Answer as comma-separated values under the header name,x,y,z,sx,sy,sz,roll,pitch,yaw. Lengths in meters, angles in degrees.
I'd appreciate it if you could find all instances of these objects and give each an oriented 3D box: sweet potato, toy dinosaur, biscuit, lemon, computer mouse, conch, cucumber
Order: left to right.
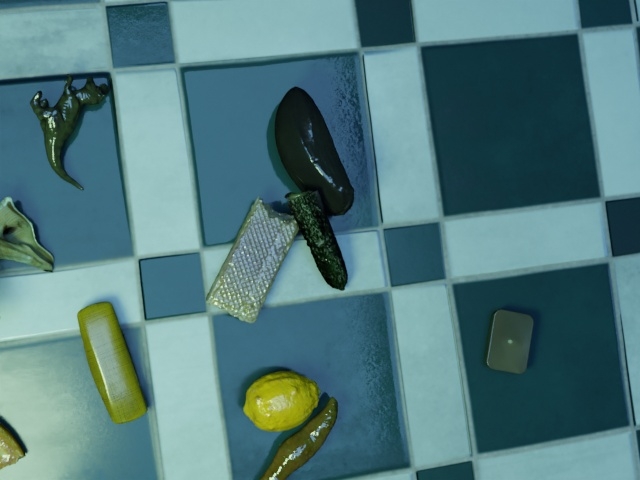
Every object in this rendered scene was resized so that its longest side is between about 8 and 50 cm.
name,x,y,z,sx,sy,sz,roll,pitch,yaw
conch,-0.613,-0.020,1.635,0.234,0.114,0.137,4,98,-46
toy dinosaur,-0.456,-0.217,1.677,0.187,0.087,0.179,-44,94,-8
biscuit,-0.127,0.038,1.743,0.108,0.062,0.238,27,84,-11
lemon,-0.074,0.309,1.715,0.155,0.114,0.114,-15,90,-16
sweet potato,-0.053,0.421,1.741,0.067,0.067,0.274,41,86,-7
computer mouse,-0.028,-0.164,1.731,0.086,0.137,0.269,-24,92,-21
cucumber,0.000,-0.002,1.738,0.067,0.067,0.245,-30,124,-11

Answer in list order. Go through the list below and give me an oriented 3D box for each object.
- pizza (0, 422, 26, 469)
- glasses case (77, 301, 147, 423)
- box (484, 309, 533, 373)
name,x,y,z,sx,sy,sz,roll,pitch,yaw
pizza,-0.672,0.394,1.622,0.201,0.053,0.193,43,79,-18
glasses case,-0.397,0.232,1.678,0.079,0.064,0.234,-19,91,-13
box,0.392,0.210,1.851,0.091,0.031,0.125,10,85,-10
